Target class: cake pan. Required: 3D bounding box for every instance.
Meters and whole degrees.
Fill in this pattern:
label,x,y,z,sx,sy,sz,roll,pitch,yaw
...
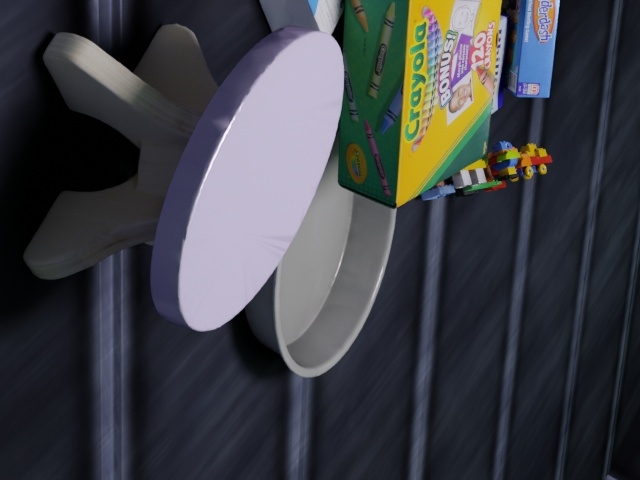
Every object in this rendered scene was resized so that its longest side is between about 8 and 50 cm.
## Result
label,x,y,z,sx,sy,sz,roll,pitch,yaw
cake pan,0.000,0.000,1.664,0.293,0.054,0.293,-43,140,-52

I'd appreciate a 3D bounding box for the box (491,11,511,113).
label,x,y,z,sx,sy,sz,roll,pitch,yaw
box,0.175,-0.214,1.916,0.137,0.072,0.126,-37,136,-56

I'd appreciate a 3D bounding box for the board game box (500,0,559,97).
label,x,y,z,sx,sy,sz,roll,pitch,yaw
board game box,0.259,-0.299,1.975,0.160,0.047,0.210,-119,-149,-71

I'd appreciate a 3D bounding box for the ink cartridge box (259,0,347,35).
label,x,y,z,sx,sy,sz,roll,pitch,yaw
ink cartridge box,0.002,-0.293,1.501,0.180,0.060,0.104,-65,154,-24

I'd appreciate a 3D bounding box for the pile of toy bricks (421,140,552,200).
label,x,y,z,sx,sy,sz,roll,pitch,yaw
pile of toy bricks,0.198,-0.118,2.011,0.212,0.118,0.105,-9,83,-48

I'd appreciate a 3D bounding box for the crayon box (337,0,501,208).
label,x,y,z,sx,sy,sz,roll,pitch,yaw
crayon box,0.102,-0.192,1.568,0.165,0.081,0.278,-30,133,-42

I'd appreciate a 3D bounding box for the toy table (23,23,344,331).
label,x,y,z,sx,sy,sz,roll,pitch,yaw
toy table,-0.110,-0.065,1.252,0.274,0.161,0.252,-56,150,-37
